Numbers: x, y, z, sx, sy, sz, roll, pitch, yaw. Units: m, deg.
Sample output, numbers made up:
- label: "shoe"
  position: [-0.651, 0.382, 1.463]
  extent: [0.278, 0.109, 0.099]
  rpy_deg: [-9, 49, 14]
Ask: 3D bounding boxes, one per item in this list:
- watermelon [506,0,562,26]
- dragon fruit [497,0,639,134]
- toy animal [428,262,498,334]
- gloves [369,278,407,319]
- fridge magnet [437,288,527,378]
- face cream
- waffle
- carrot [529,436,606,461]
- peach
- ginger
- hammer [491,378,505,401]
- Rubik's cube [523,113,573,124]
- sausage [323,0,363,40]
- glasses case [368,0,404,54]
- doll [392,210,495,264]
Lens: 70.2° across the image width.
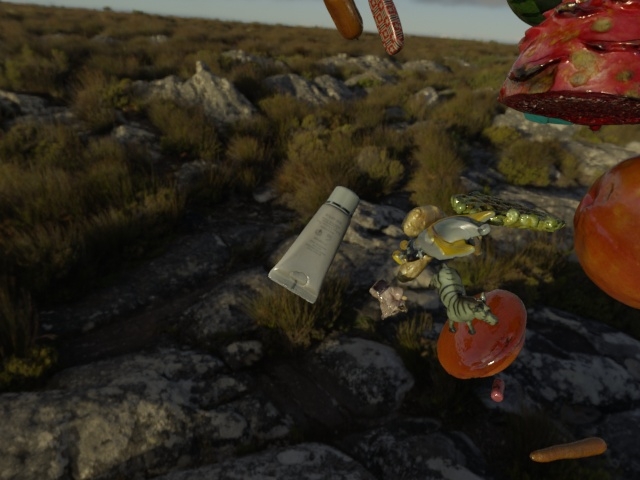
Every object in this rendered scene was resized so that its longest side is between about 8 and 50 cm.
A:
- label: "watermelon"
  position: [0.612, -0.713, 1.270]
  extent: [0.330, 0.331, 0.189]
  rpy_deg: [-15, -12, -36]
- label: "dragon fruit"
  position: [0.569, -0.354, 0.904]
  extent: [0.386, 0.249, 0.370]
  rpy_deg: [13, 12, 27]
- label: "toy animal"
  position: [0.302, 0.123, 1.001]
  extent: [0.073, 0.176, 0.217]
  rpy_deg: [-15, 46, -3]
- label: "gloves"
  position: [0.244, 0.206, 1.632]
  extent: [0.110, 0.094, 0.144]
  rpy_deg: [-21, 73, -11]
- label: "fridge magnet"
  position: [0.571, 0.332, 1.611]
  extent: [0.155, 0.363, 0.364]
  rpy_deg: [40, 21, -14]
- label: "face cream"
  position: [0.000, 0.000, 1.225]
  extent: [0.143, 0.315, 0.089]
  rpy_deg: [31, -14, 0]
- label: "waffle"
  position: [0.529, -0.075, 1.310]
  extent: [0.316, 0.073, 0.297]
  rpy_deg: [17, 15, 18]
- label: "carrot"
  position: [0.638, 0.540, 1.170]
  extent: [0.247, 0.043, 0.043]
  rpy_deg: [0, 25, -19]
- label: "peach"
  position: [0.701, -0.021, 0.949]
  extent: [0.301, 0.343, 0.343]
  rpy_deg: [20, 26, 3]
- label: "ginger"
  position: [0.439, -0.021, 1.665]
  extent: [0.347, 0.363, 0.122]
  rpy_deg: [-23, 42, -13]
- label: "hammer"
  position: [0.570, 0.482, 1.464]
  extent: [0.043, 0.043, 0.083]
  rpy_deg: [14, 27, 20]
- label: "Rubik's cube"
  position: [0.660, -0.382, 1.245]
  extent: [0.254, 0.255, 0.254]
  rpy_deg: [4, 25, -2]
- label: "sausage"
  position: [0.045, -0.518, 1.008]
  extent: [0.062, 0.183, 0.054]
  rpy_deg: [-40, 49, 5]
- label: "glasses case"
  position: [0.196, -0.642, 1.322]
  extent: [0.049, 0.195, 0.073]
  rpy_deg: [-22, 4, -25]
- label: "doll"
  position: [0.326, -0.002, 1.232]
  extent: [0.145, 0.103, 0.316]
  rpy_deg: [-19, -4, -34]
